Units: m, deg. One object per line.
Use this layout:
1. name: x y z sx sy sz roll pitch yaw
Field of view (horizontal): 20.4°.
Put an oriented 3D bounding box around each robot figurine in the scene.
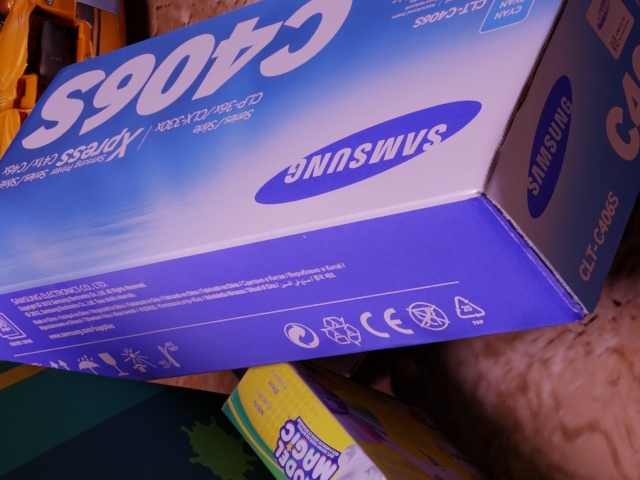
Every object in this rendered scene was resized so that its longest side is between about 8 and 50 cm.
1. robot figurine: -0.183 -0.054 1.098 0.211 0.085 0.291 -14 70 53

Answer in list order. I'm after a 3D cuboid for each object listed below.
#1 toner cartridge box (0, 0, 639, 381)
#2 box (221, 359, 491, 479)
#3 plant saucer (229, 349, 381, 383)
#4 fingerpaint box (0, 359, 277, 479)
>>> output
1. toner cartridge box: -0.020 -0.030 0.764 0.347 0.075 0.165 -12 42 43
2. box: 0.031 0.104 0.735 0.043 0.105 0.179 -54 39 10
3. plant saucer: 0.000 0.000 0.875 0.168 0.029 0.168 -19 66 50
4. fingerpaint box: -0.216 0.255 0.778 0.445 0.371 0.163 -50 48 26
